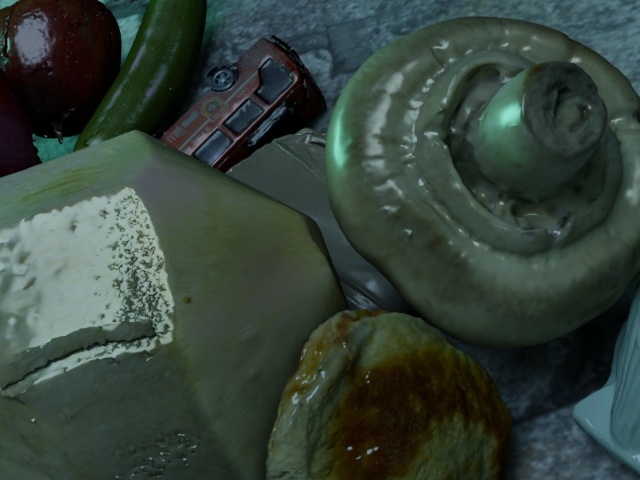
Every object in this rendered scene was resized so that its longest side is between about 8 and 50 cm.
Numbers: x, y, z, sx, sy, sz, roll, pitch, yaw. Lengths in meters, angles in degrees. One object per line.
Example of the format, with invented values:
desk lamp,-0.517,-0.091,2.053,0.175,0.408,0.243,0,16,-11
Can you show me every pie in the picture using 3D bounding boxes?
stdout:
pie,0.051,0.148,1.098,0.084,0.205,0.179,-12,31,51

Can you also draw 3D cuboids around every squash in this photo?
squash,-0.170,-0.161,1.523,0.071,0.080,0.318,5,60,31

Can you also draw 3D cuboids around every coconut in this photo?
coconut,-0.139,0.085,1.172,0.352,0.352,0.352,-14,51,19

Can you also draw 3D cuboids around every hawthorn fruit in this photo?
hawthorn fruit,-0.272,-0.169,1.551,0.148,0.148,0.172,-18,68,16

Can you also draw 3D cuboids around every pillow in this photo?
pillow,0.000,0.000,1.318,0.173,0.067,0.270,-42,48,-13

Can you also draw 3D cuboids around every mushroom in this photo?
mushroom,0.137,-0.051,1.115,0.260,0.234,0.254,-7,78,-7

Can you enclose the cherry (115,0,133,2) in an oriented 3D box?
cherry,-0.129,-0.336,1.625,0.107,0.090,0.225,16,65,33

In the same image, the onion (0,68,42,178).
onion,-0.396,-0.072,1.455,0.276,0.276,0.276,-14,51,19

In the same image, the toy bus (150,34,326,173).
toy bus,-0.098,-0.089,1.443,0.235,0.073,0.096,-44,57,-7

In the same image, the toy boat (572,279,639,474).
toy boat,0.309,0.047,1.099,0.290,0.100,0.199,-45,48,-11
